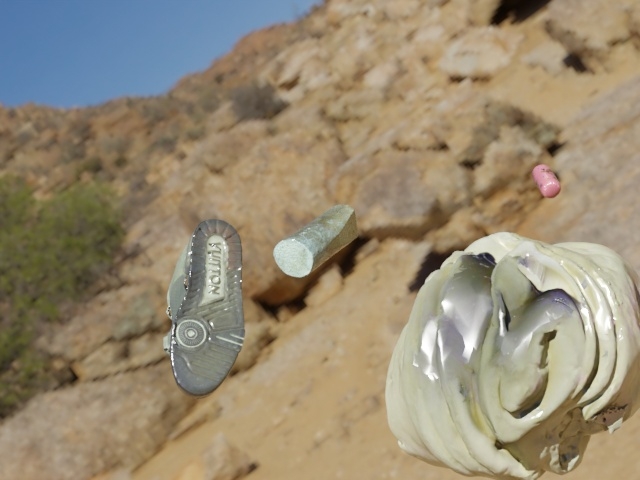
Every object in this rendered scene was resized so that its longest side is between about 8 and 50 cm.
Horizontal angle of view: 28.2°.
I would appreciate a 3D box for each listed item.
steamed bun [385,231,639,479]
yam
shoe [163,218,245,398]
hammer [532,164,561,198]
[{"bbox_3d":[0.215,0.118,1.398,0.320,0.275,0.206,-56,-33,-8],"label":"steamed bun"},{"bbox_3d":[0.000,0.000,2.007,0.068,0.068,0.169,-34,0,41],"label":"yam"},{"bbox_3d":[-0.183,0.123,1.958,0.149,0.109,0.292,126,153,-57],"label":"shoe"},{"bbox_3d":[0.424,-0.110,2.387,0.043,0.043,0.083,-36,30,10],"label":"hammer"}]
